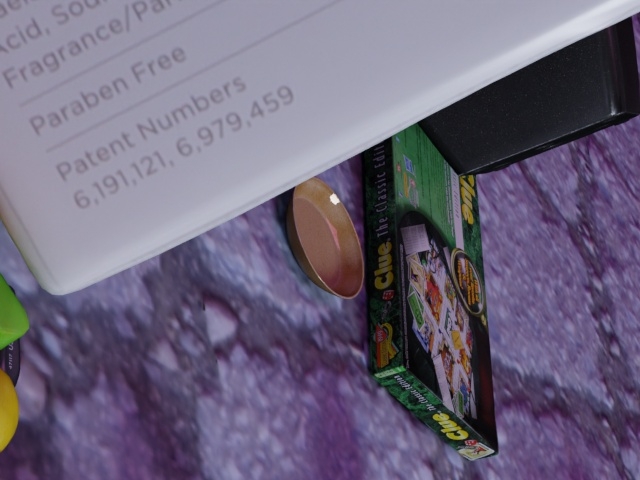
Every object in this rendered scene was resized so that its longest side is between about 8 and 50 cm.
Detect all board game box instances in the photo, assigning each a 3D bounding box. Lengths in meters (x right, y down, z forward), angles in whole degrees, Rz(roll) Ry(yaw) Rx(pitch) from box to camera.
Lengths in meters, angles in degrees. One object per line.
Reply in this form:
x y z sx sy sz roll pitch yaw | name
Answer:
0.077 0.015 1.248 0.136 0.030 0.260 41 36 -41 | board game box

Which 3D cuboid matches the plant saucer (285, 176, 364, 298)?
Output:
0.000 0.000 1.120 0.083 0.015 0.083 44 34 -41 | plant saucer

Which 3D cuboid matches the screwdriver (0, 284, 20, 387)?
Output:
-0.142 0.098 0.763 0.025 0.024 0.170 83 3 -69 | screwdriver

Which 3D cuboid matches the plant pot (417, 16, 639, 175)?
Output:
0.139 -0.145 1.282 0.187 0.188 0.167 -10 81 -74 | plant pot

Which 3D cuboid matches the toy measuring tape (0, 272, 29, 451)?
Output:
-0.217 -0.053 0.637 0.330 0.121 0.121 57 26 -3 | toy measuring tape

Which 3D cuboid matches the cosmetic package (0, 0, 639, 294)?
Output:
-0.051 -0.250 0.765 0.394 0.327 0.329 62 8 -14 | cosmetic package
